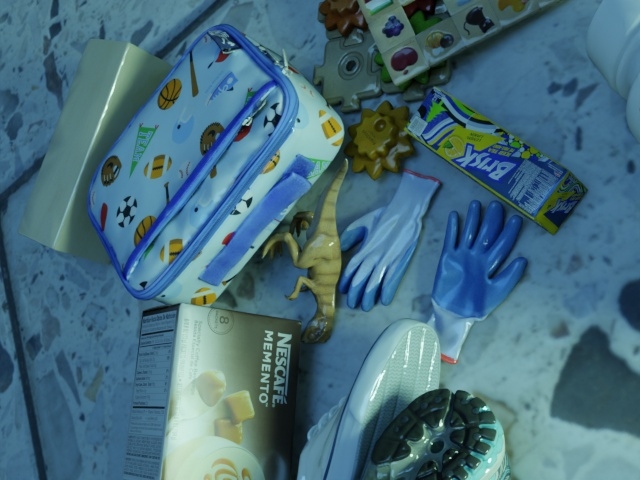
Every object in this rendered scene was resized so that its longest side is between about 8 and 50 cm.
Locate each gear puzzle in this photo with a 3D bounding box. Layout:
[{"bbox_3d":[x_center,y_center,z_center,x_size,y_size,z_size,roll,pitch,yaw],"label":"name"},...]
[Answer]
[{"bbox_3d":[0.059,-0.228,0.903,0.175,0.044,0.339,-4,74,34],"label":"gear puzzle"}]

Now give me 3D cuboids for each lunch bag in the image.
[{"bbox_3d":[-0.120,-0.082,0.921,0.303,0.115,0.243,-51,45,14],"label":"lunch bag"}]

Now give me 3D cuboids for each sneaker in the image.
[{"bbox_3d":[0.027,0.187,0.773,0.091,0.094,0.258,21,88,50],"label":"sneaker"},{"bbox_3d":[0.051,0.256,0.683,0.283,0.122,0.110,-38,39,-6],"label":"sneaker"}]

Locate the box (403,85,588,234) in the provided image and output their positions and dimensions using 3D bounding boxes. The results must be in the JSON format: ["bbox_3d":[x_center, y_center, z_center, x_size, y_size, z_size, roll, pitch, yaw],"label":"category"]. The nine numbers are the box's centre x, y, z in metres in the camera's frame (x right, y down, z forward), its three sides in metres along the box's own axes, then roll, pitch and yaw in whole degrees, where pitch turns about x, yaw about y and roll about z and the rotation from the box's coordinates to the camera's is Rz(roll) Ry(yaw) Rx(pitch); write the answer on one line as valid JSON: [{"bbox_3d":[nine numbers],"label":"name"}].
[{"bbox_3d":[0.160,-0.077,0.781,0.169,0.059,0.054,42,100,35],"label":"box"}]

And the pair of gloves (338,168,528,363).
[{"bbox_3d":[0.100,0.017,0.820,0.198,0.023,0.159,29,93,36],"label":"pair of gloves"}]

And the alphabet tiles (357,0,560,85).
[{"bbox_3d":[0.147,-0.291,0.851,0.237,0.009,0.198,-26,67,14],"label":"alphabet tiles"}]

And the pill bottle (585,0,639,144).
[{"bbox_3d":[0.328,-0.084,0.605,0.160,0.160,0.283,-40,57,19],"label":"pill bottle"}]

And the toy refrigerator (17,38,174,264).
[{"bbox_3d":[-0.282,-0.114,1.080,0.102,0.094,0.270,16,85,43],"label":"toy refrigerator"}]

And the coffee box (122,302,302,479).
[{"bbox_3d":[-0.109,0.195,0.827,0.098,0.141,0.247,-16,65,55],"label":"coffee box"}]

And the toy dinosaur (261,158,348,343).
[{"bbox_3d":[0.000,0.000,0.858,0.112,0.064,0.212,24,120,41],"label":"toy dinosaur"}]
